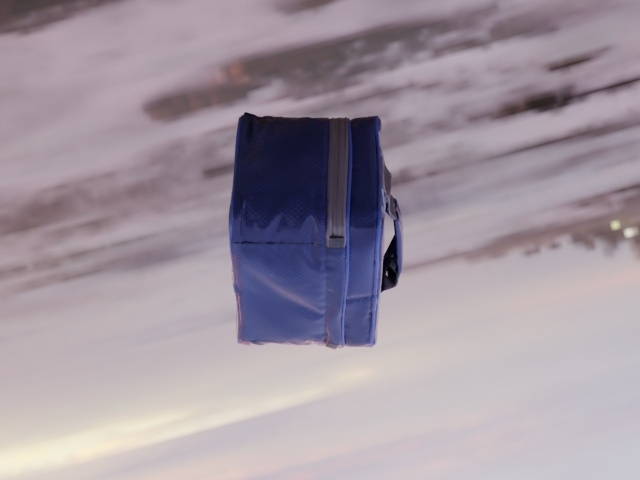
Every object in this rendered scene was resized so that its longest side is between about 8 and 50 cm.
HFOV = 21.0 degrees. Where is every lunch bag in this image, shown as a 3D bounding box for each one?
[{"bbox_3d":[0.000,0.000,0.673,0.065,0.067,0.098,2,143,2],"label":"lunch bag"}]
